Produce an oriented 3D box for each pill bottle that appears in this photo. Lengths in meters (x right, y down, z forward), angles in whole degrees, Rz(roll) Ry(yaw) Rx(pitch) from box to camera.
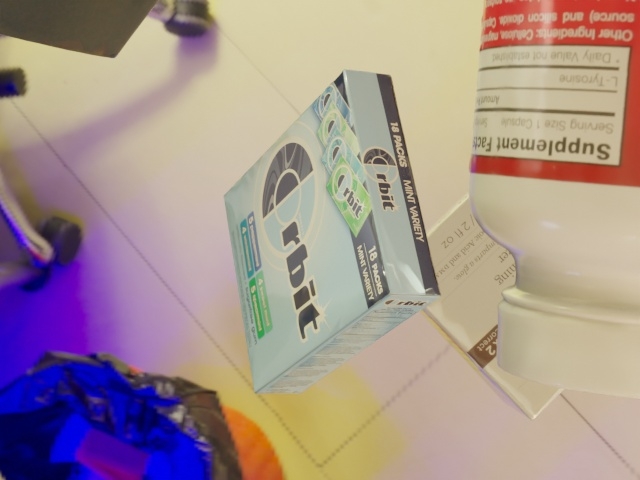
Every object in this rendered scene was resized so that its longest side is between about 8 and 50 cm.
[{"bbox_3d":[0.217,-0.111,0.839,0.229,0.229,0.408,5,95,16],"label":"pill bottle"}]

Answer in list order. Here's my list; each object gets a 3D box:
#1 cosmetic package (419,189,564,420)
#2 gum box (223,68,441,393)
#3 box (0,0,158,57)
[{"bbox_3d":[0.175,0.045,1.197,0.151,0.151,0.184,-44,89,-1],"label":"cosmetic package"},{"bbox_3d":[0.000,0.000,0.865,0.184,0.041,0.157,-40,54,51],"label":"gum box"},{"bbox_3d":[-0.249,-0.405,1.088,0.293,0.212,0.395,-46,60,27],"label":"box"}]
